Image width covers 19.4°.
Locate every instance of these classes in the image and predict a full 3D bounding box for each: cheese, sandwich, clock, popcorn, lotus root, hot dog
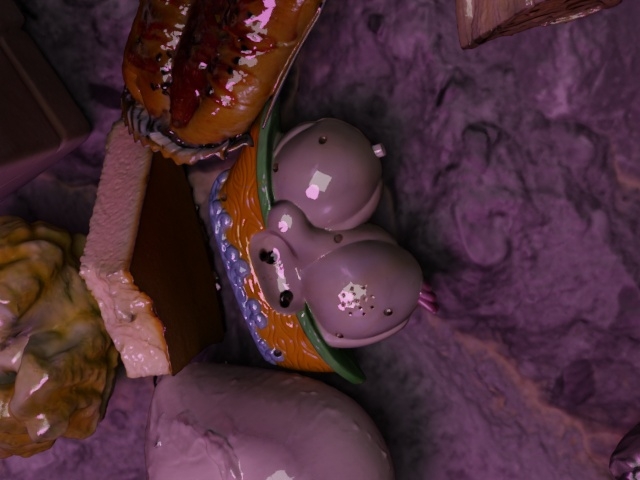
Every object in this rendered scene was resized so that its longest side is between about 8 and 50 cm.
[{"bbox_3d":[-0.034,0.192,1.446,0.189,0.154,0.198,6,115,34],"label":"cheese"},{"bbox_3d":[-0.138,0.005,1.432,0.058,0.162,0.193,-13,97,17],"label":"sandwich"},{"bbox_3d":[0.000,0.000,1.433,0.144,0.103,0.231,-19,98,13],"label":"clock"},{"bbox_3d":[-0.243,0.075,1.464,0.185,0.167,0.187,-15,93,19],"label":"popcorn"},{"bbox_3d":[0.170,-0.215,1.370,0.159,0.095,0.135,0,97,53],"label":"lotus root"},{"bbox_3d":[-0.067,-0.186,1.399,0.162,0.082,0.270,38,107,43],"label":"hot dog"}]

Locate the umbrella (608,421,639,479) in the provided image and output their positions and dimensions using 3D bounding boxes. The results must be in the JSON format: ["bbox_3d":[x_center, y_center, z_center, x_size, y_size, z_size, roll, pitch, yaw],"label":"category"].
[{"bbox_3d":[0.332,0.286,1.434,0.067,0.073,0.337,-31,94,35],"label":"umbrella"}]

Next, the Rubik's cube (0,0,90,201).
[{"bbox_3d":[-0.415,-0.106,1.388,0.322,0.319,0.316,-32,92,15],"label":"Rubik's cube"}]
